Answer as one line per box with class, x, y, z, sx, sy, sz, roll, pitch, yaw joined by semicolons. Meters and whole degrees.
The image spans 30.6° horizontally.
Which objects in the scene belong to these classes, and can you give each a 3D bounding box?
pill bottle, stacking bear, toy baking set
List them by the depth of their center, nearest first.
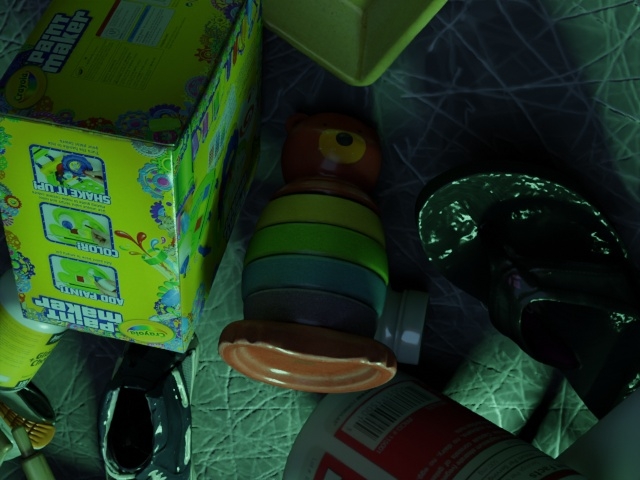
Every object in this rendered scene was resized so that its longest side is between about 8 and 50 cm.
stacking bear;0.000;0.000;1.222;0.175;0.289;0.164;9;159;-4
pill bottle;0.169;0.317;1.253;0.407;0.229;0.229;28;125;39
pill bottle;0.027;0.086;1.337;0.186;0.112;0.112;9;117;7
pill bottle;-0.362;0.095;1.429;0.103;0.103;0.184;37;118;-7
toy baking set;-0.380;0.337;1.478;0.196;0.030;0.256;-26;91;45

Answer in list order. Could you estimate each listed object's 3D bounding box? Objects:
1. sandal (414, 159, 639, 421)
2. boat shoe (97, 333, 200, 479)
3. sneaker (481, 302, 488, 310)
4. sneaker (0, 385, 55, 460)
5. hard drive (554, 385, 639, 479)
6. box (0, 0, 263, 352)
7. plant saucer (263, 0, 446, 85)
sandal;0.272;0.076;1.215;0.167;0.107;0.445;-37;121;22
boat shoe;-0.228;0.272;1.456;0.127;0.158;0.341;9;117;8
sneaker;0.235;0.032;1.292;0.061;0.065;0.158;43;116;-10
sneaker;-0.473;0.193;1.509;0.121;0.099;0.262;-34;103;29
hard drive;0.352;0.302;1.253;0.047;0.233;0.353;-1;143;-33
box;-0.175;-0.098;1.149;0.177;0.290;0.279;11;137;7
plant saucer;-0.005;-0.340;1.095;0.332;0.081;0.333;33;142;-10
